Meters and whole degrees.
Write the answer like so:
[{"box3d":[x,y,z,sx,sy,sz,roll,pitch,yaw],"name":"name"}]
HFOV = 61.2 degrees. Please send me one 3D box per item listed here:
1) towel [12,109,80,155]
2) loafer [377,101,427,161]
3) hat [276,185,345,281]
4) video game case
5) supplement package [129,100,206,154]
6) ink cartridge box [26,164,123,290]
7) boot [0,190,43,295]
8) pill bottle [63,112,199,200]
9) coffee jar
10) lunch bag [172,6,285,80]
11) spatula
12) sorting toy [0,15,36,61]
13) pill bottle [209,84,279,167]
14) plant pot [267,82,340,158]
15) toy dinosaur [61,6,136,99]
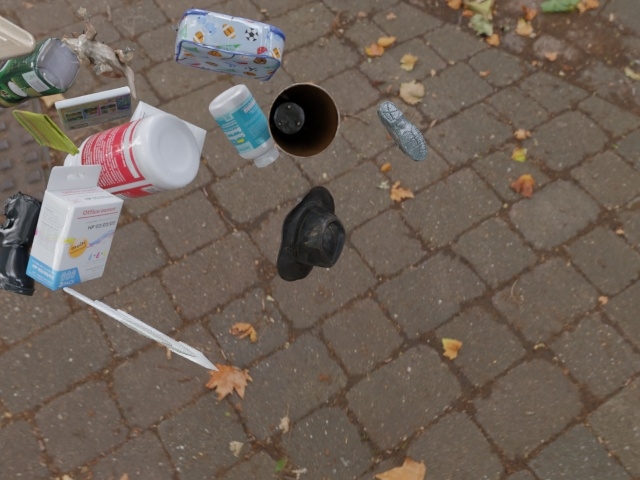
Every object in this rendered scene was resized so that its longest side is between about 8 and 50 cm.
[{"box3d":[-0.597,-0.234,1.167,0.237,0.102,0.021,18,61,47],"name":"towel"},{"box3d":[0.316,-0.417,2.101,0.096,0.084,0.267,-37,93,-14],"name":"loafer"},{"box3d":[0.000,0.000,1.732,0.134,0.331,0.331,23,65,26],"name":"hat"},{"box3d":[-0.514,-0.300,1.238,0.157,0.143,0.019,-19,87,-20],"name":"video game case"},{"box3d":[-0.546,-0.350,1.888,0.244,0.139,0.133,22,54,-26],"name":"supplement package"},{"box3d":[-0.378,-0.023,0.845,0.062,0.104,0.181,27,108,15],"name":"ink cartridge box"},{"box3d":[-0.716,-0.001,1.293,0.247,0.094,0.207,25,90,43],"name":"boot"},{"box3d":[-0.600,-0.244,1.691,0.408,0.229,0.228,-8,58,30],"name":"pill bottle"},{"box3d":[-0.536,-0.302,0.990,0.185,0.079,0.096,-3,57,28],"name":"coffee jar"},{"box3d":[-0.265,-0.545,1.528,0.304,0.243,0.114,8,89,-19],"name":"lunch bag"},{"box3d":[-0.281,0.138,0.846,0.242,0.168,0.019,18,75,30],"name":"spatula"},{"box3d":[-0.488,-0.264,0.655,0.193,0.038,0.208,29,27,-12],"name":"sorting toy"},{"box3d":[-0.245,-0.376,1.818,0.146,0.264,0.146,-25,30,16],"name":"pill bottle"},{"box3d":[-0.074,-0.374,1.677,0.216,0.230,0.215,-4,105,-14],"name":"plant pot"},{"box3d":[-0.618,-0.516,1.533,0.296,0.200,0.127,36,81,-12],"name":"toy dinosaur"}]
